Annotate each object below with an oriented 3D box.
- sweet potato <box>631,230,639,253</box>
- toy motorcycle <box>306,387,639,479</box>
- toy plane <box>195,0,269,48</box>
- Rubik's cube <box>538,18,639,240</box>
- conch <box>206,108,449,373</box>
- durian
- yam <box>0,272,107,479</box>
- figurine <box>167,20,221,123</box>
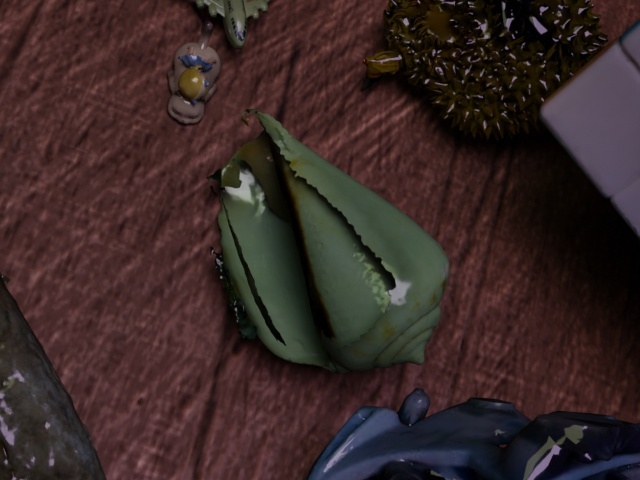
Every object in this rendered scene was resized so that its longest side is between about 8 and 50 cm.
[{"bbox_3d":[0.349,0.005,1.028,0.097,0.097,0.291,-17,74,-23],"label":"sweet potato"},{"bbox_3d":[0.157,0.192,0.838,0.416,0.232,0.172,-3,100,-31],"label":"toy motorcycle"},{"bbox_3d":[-0.082,-0.222,1.010,0.102,0.040,0.111,-2,70,-17],"label":"toy plane"},{"bbox_3d":[0.412,-0.110,0.882,0.290,0.291,0.292,53,41,6],"label":"Rubik's cube"},{"bbox_3d":[-0.009,0.014,0.894,0.251,0.143,0.137,34,19,12],"label":"conch"},{"bbox_3d":[0.162,-0.191,1.022,0.237,0.138,0.193,-11,72,-21],"label":"durian"},{"bbox_3d":[-0.263,0.077,0.781,0.133,0.133,0.330,-32,85,-27],"label":"yam"},{"bbox_3d":[-0.111,-0.148,0.966,0.047,0.050,0.083,9,65,-8],"label":"figurine"}]
